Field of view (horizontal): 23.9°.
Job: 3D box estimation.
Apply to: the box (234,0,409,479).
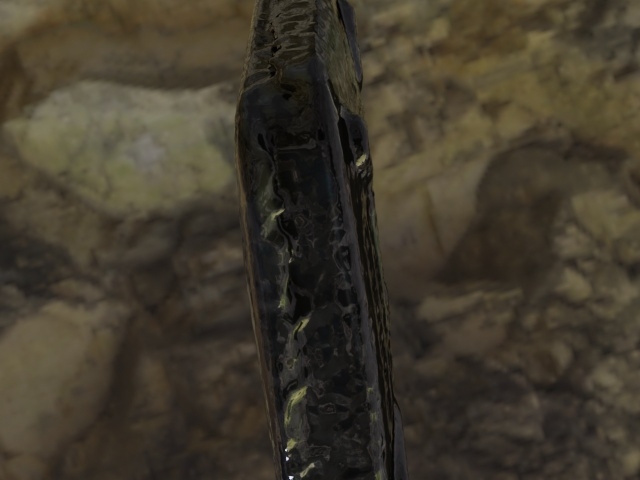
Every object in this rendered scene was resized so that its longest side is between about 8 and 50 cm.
[{"bbox_3d":[0.000,0.000,1.054,0.359,0.091,0.350,-91,-5,-64],"label":"box"}]
